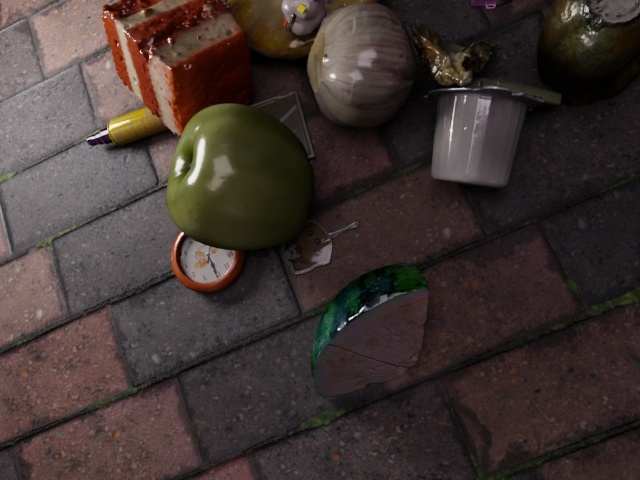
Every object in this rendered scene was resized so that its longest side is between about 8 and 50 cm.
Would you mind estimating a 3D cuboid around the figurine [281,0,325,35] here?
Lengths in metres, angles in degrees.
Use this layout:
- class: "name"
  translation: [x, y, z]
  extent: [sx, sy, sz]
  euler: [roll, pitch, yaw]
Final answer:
- class: "figurine"
  translation: [-0.036, -0.597, 1.353]
  extent: [0.137, 0.111, 0.229]
  euler: [-5, 67, 49]

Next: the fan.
- class: "fan"
  translation: [0.000, 0.000, 1.407]
  extent: [0.219, 0.009, 0.132]
  euler: [-24, 76, 7]

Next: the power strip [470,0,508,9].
- class: "power strip"
  translation: [0.458, -0.752, 1.447]
  extent: [0.109, 0.037, 0.279]
  euler: [1, 79, 13]

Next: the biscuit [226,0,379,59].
- class: "biscuit"
  translation: [-0.051, -0.688, 1.496]
  extent: [0.446, 0.104, 0.429]
  euler: [-45, 65, 2]

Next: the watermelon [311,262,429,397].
- class: "watermelon"
  translation: [0.102, 0.181, 1.286]
  extent: [0.291, 0.319, 0.222]
  euler: [-11, 42, 3]

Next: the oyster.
- class: "oyster"
  translation: [0.297, -0.437, 1.269]
  extent: [0.204, 0.396, 0.111]
  euler: [24, 122, 15]

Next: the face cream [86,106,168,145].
- class: "face cream"
  translation: [-0.540, -0.323, 1.549]
  extent: [0.273, 0.078, 0.078]
  euler: [-17, 76, 8]

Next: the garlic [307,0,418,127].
- class: "garlic"
  translation: [0.107, -0.412, 1.314]
  extent: [0.259, 0.317, 0.318]
  euler: [-7, 76, -18]

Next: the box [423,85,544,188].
- class: "box"
  translation: [0.366, -0.229, 1.244]
  extent: [0.262, 0.291, 0.207]
  euler: [7, 98, 1]

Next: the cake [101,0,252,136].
- class: "cake"
  translation: [-0.356, -0.482, 1.411]
  extent: [0.269, 0.270, 0.319]
  euler: [-39, 72, -23]

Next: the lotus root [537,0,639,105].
- class: "lotus root"
  translation: [0.620, -0.459, 1.205]
  extent: [0.250, 0.346, 0.251]
  euler: [-2, 84, 16]

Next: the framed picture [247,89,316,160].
- class: "framed picture"
  translation: [-0.175, -0.278, 1.495]
  extent: [0.289, 0.020, 0.212]
  euler: [-17, 76, 8]

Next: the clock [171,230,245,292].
- class: "clock"
  translation: [-0.297, 0.038, 1.440]
  extent: [0.205, 0.051, 0.206]
  euler: [-2, 78, 10]

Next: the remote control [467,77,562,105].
- class: "remote control"
  translation: [0.460, -0.348, 1.278]
  extent: [0.233, 0.098, 0.038]
  euler: [2, 102, -30]

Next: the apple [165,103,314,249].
- class: "apple"
  translation: [-0.191, -0.143, 1.305]
  extent: [0.356, 0.357, 0.358]
  euler: [-2, 78, 11]
